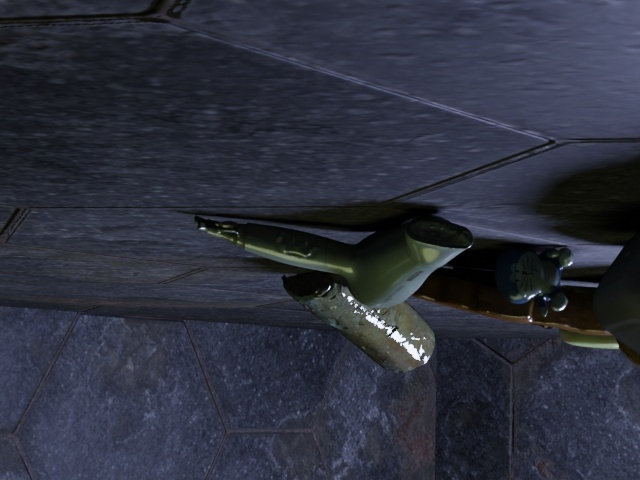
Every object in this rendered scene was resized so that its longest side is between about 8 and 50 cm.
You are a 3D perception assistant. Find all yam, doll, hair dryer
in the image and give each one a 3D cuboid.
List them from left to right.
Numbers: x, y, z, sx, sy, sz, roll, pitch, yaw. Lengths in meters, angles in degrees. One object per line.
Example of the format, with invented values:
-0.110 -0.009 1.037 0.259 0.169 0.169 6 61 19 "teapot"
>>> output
0.000 0.000 1.182 0.237 0.075 0.206 11 165 -11 "hair dryer"
0.054 0.091 1.710 0.106 0.106 0.259 -3 150 35 "yam"
0.228 0.043 1.364 0.083 0.076 0.050 9 170 -23 "doll"

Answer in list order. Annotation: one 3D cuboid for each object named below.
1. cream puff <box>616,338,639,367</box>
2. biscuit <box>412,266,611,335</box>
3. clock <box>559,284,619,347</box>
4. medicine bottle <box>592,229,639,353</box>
0.379 0.067 1.317 0.150 0.115 0.165 15 -150 2 "cream puff"
0.235 0.071 1.529 0.278 0.043 0.301 11 -176 14 "biscuit"
0.490 0.097 1.688 0.235 0.096 0.308 6 172 -29 "clock"
0.424 0.115 1.102 0.375 0.123 0.282 32 174 6 "medicine bottle"
